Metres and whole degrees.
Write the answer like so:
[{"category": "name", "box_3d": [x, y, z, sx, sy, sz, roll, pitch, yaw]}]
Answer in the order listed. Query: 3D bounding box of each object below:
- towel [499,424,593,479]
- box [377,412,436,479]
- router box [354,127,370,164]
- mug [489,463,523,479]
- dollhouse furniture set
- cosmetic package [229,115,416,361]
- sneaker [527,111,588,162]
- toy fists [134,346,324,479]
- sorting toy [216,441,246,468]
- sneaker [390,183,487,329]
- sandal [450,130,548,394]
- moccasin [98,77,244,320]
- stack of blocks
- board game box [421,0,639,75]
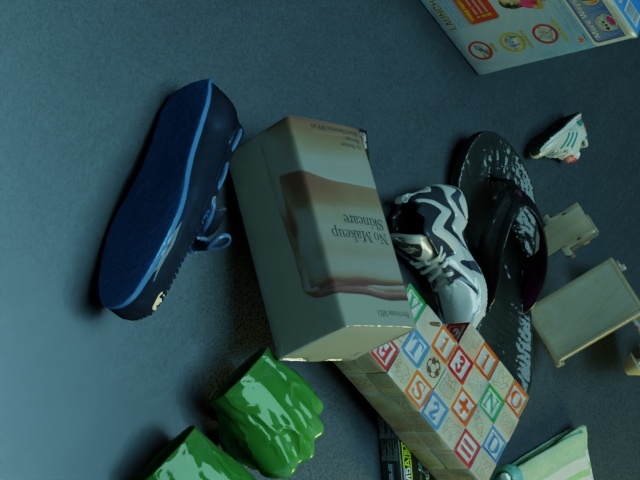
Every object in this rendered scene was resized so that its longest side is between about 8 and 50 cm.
[{"category": "towel", "box_3d": [0.411, 0.498, 2.240, 0.248, 0.038, 0.324, -20, 98, -45]}, {"category": "box", "box_3d": [0.160, 0.269, 2.012, 0.184, 0.045, 0.190, -2, 86, -43]}, {"category": "router box", "box_3d": [0.026, -0.091, 1.891, 0.038, 0.092, 0.122, -2, 85, -46]}, {"category": "mug", "box_3d": [0.298, 0.436, 2.086, 0.129, 0.097, 0.157, 26, 67, -35]}, {"category": "dollhouse furniture set", "box_3d": [0.473, 0.116, 2.355, 0.303, 0.174, 0.355, 61, 13, 13]}, {"category": "cosmetic package", "box_3d": [0.000, 0.000, 1.766, 0.153, 0.129, 0.296, 4, 64, -49]}, {"category": "sneaker", "box_3d": [0.422, -0.164, 2.339, 0.161, 0.057, 0.075, -37, 105, -46]}, {"category": "toy fists", "box_3d": [-0.106, 0.270, 1.683, 0.142, 0.096, 0.279, 49, 56, -7]}, {"category": "sorting toy", "box_3d": [-0.114, 0.263, 1.749, 0.062, 0.012, 0.083, -50, 119, -38]}, {"category": "sneaker", "box_3d": [0.163, 0.030, 2.016, 0.153, 0.094, 0.234, -2, 85, -45]}, {"category": "sandal", "box_3d": [0.304, 0.043, 2.135, 0.168, 0.107, 0.445, 2, 83, -36]}, {"category": "moccasin", "box_3d": [-0.161, -0.044, 1.661, 0.117, 0.138, 0.342, 44, 56, -38]}, {"category": "stack of blocks", "box_3d": [0.161, 0.196, 1.930, 0.297, 0.087, 0.171, 50, 54, -25]}, {"category": "board game box", "box_3d": [0.297, -0.414, 2.071, 0.308, 0.302, 0.086, 46, 53, -32]}]
